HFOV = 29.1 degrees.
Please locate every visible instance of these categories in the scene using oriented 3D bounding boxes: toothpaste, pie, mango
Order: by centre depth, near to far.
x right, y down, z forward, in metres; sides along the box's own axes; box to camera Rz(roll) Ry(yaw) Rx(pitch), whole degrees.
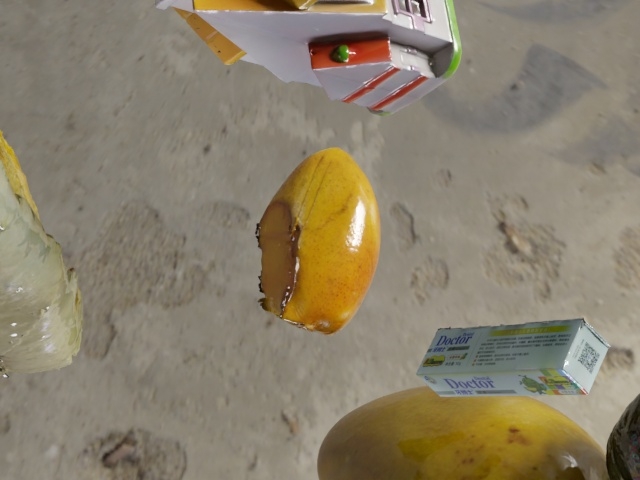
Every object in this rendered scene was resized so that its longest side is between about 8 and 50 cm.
[{"bbox_3d":[-0.147,-0.027,0.438,0.068,0.282,0.128,-43,74,-14],"label":"pie"},{"bbox_3d":[0.140,0.088,0.918,0.034,0.164,0.046,42,62,-23],"label":"toothpaste"},{"bbox_3d":[0.166,0.302,1.506,0.300,0.445,0.232,-28,110,-27],"label":"mango"},{"bbox_3d":[0.000,0.000,1.562,0.153,0.126,0.252,-6,66,37],"label":"mango"}]

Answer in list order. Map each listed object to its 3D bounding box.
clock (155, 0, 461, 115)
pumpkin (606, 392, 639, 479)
[{"bbox_3d":[-0.026,-0.272,1.195,0.309,0.166,0.235,8,65,-39],"label":"clock"},{"bbox_3d":[0.393,0.193,1.279,0.224,0.223,0.157,-46,70,10],"label":"pumpkin"}]
